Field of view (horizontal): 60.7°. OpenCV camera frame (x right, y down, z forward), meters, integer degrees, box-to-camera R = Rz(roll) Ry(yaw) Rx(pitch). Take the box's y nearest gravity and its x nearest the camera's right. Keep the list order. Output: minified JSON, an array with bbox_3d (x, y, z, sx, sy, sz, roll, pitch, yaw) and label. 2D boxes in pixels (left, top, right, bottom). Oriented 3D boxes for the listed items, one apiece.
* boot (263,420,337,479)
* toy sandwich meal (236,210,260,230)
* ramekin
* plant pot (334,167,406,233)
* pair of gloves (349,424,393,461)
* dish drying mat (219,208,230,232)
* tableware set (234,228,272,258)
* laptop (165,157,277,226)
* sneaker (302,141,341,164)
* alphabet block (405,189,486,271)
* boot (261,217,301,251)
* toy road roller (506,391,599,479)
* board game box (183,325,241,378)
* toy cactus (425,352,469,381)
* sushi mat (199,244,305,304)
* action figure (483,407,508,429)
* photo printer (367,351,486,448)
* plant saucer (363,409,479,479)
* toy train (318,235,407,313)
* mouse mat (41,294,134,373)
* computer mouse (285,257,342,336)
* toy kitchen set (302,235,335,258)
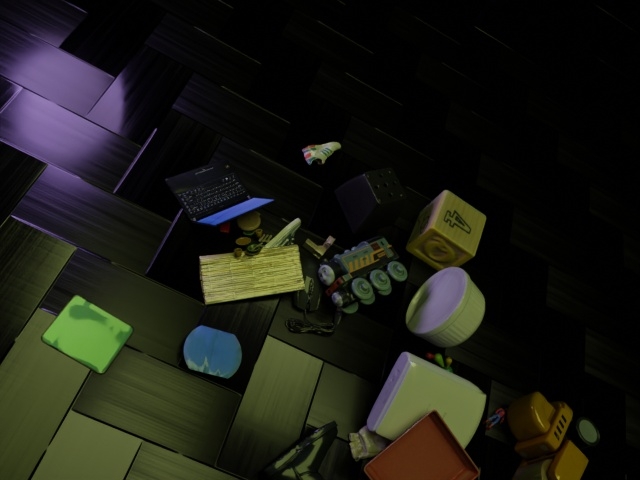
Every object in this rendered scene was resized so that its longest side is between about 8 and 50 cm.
[{"bbox_3d":[-0.005,0.643,1.485,0.246,0.094,0.207,-30,76,-27],"label":"boot"},{"bbox_3d":[-0.234,-0.064,1.783,0.085,0.029,0.086,4,60,-7],"label":"toy sandwich meal"},{"bbox_3d":[0.420,0.229,1.806,0.127,0.273,0.273,39,54,-17],"label":"ramekin"},{"bbox_3d":[0.193,-0.157,1.950,0.187,0.167,0.188,-14,70,-30],"label":"plant pot"},{"bbox_3d":[0.194,0.656,1.605,0.204,0.042,0.240,0,64,-25],"label":"pair of gloves"},{"bbox_3d":[-0.307,-0.063,1.765,0.032,0.008,0.083,11,60,-19],"label":"dish drying mat"},{"bbox_3d":[-0.222,0.005,1.711,0.104,0.024,0.154,7,32,16],"label":"tableware set"},{"bbox_3d":[-0.315,-0.158,1.727,0.234,0.136,0.264,-26,76,-33],"label":"laptop"},{"bbox_3d":[0.009,-0.318,2.023,0.161,0.057,0.075,-14,88,-31],"label":"sneaker"},{"bbox_3d":[0.456,-0.027,1.991,0.193,0.192,0.197,32,57,-5],"label":"alphabet block"},{"bbox_3d":[-0.112,0.012,1.787,0.086,0.069,0.190,47,64,-2],"label":"boot"},{"bbox_3d":[0.701,0.645,1.751,0.240,0.202,0.329,45,51,7],"label":"toy road roller"},{"bbox_3d":[-0.309,0.320,1.553,0.168,0.033,0.133,20,53,-20],"label":"board game box"},{"bbox_3d":[0.427,0.472,1.783,0.180,0.112,0.219,7,53,-32],"label":"toy cactus"},{"bbox_3d":[-0.209,0.101,1.680,0.316,0.019,0.151,-7,75,-17],"label":"sushi mat"},{"bbox_3d":[0.594,0.593,1.833,0.115,0.030,0.038,-23,71,-34],"label":"action figure"},{"bbox_3d":[0.325,0.502,1.614,0.307,0.107,0.256,28,91,-13],"label":"photo printer"},{"bbox_3d":[0.281,0.639,1.539,0.258,0.048,0.259,-37,104,-8],"label":"plant saucer"},{"bbox_3d":[0.139,0.107,1.798,0.334,0.142,0.190,-21,69,-40],"label":"toy train"},{"bbox_3d":[-0.619,0.249,1.460,0.189,0.007,0.153,32,56,-5],"label":"mouse mat"},{"bbox_3d":[-0.005,0.176,1.749,0.184,0.060,0.262,16,60,-16],"label":"computer mouse"},{"bbox_3d":[0.000,0.000,1.837,0.075,0.068,0.083,38,55,-3],"label":"toy kitchen set"}]
